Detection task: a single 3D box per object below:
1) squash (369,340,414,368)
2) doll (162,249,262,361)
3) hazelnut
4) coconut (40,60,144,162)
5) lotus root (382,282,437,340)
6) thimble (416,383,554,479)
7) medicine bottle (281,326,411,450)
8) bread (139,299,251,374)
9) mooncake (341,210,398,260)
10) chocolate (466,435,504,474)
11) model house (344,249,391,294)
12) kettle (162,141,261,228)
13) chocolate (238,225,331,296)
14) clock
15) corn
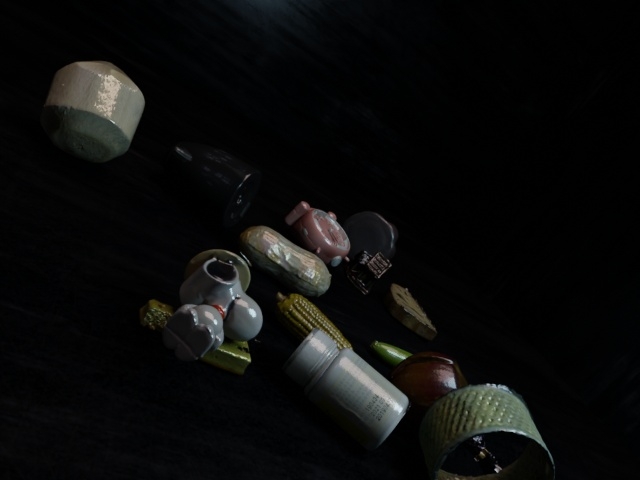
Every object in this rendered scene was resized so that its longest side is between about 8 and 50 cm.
[{"bbox_3d":[0.234,0.354,1.638,0.201,0.066,0.066,31,16,-11],"label":"squash"},{"bbox_3d":[-0.208,0.110,1.031,0.208,0.144,0.271,51,15,16],"label":"doll"},{"bbox_3d":[0.268,0.394,1.392,0.218,0.218,0.234,47,-1,33],"label":"hazelnut"},{"bbox_3d":[-0.595,-0.353,1.457,0.237,0.237,0.266,28,62,-30],"label":"coconut"},{"bbox_3d":[0.320,0.259,2.089,0.170,0.074,0.261,27,20,-31],"label":"lotus root"},{"bbox_3d":[0.356,0.462,1.199,0.270,0.271,0.150,33,18,-13],"label":"thimble"},{"bbox_3d":[0.051,0.314,1.190,0.258,0.143,0.143,40,15,8],"label":"medicine bottle"},{"bbox_3d":[-0.244,0.189,1.081,0.226,0.049,0.088,29,17,-26],"label":"bread"},{"bbox_3d":[0.204,-0.005,2.321,0.245,0.245,0.133,42,11,17],"label":"mooncake"},{"bbox_3d":[0.435,0.572,1.474,0.072,0.070,0.147,36,22,-44],"label":"chocolate"},{"bbox_3d":[0.180,0.104,2.096,0.165,0.152,0.106,45,11,22],"label":"model house"},{"bbox_3d":[-0.355,-0.185,1.733,0.290,0.208,0.268,30,-15,8],"label":"kettle"},{"bbox_3d":[-0.101,0.064,1.613,0.309,0.134,0.134,34,15,-15],"label":"chocolate"},{"bbox_3d":[0.000,0.000,2.052,0.227,0.142,0.241,16,35,-52],"label":"clock"},{"bbox_3d":[-0.018,0.227,1.393,0.261,0.097,0.097,43,16,9],"label":"corn"}]
